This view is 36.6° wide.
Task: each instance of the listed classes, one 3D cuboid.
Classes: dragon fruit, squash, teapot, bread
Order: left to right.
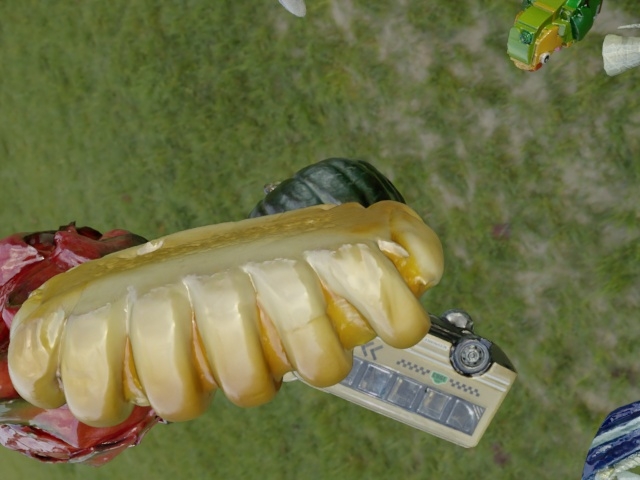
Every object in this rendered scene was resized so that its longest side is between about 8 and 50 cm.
[{"bbox_3d":[-0.239,0.093,0.867,0.234,0.293,0.234,-1,88,40],"label":"dragon fruit"},{"bbox_3d":[-0.062,0.054,0.696,0.173,0.311,0.121,-94,-8,-77],"label":"bread"},{"bbox_3d":[0.003,0.004,1.107,0.218,0.218,0.172,111,149,-50],"label":"squash"},{"bbox_3d":[0.426,-0.259,1.304,0.083,0.057,0.067,1,104,35],"label":"teapot"}]

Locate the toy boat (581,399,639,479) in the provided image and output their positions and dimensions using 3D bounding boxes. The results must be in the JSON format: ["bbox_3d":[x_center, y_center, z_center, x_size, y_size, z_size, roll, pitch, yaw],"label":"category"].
[{"bbox_3d":[0.472,0.310,1.184,0.291,0.210,0.070,49,173,28],"label":"toy boat"}]

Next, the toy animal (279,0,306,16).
[{"bbox_3d":[-0.032,-0.311,0.818,0.104,0.131,0.221,-23,49,62],"label":"toy animal"}]

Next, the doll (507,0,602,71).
[{"bbox_3d":[0.361,-0.349,1.501,0.106,0.186,0.134,34,170,29],"label":"doll"}]

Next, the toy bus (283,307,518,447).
[{"bbox_3d":[0.117,0.185,1.571,0.177,0.365,0.202,-96,29,-78],"label":"toy bus"}]
